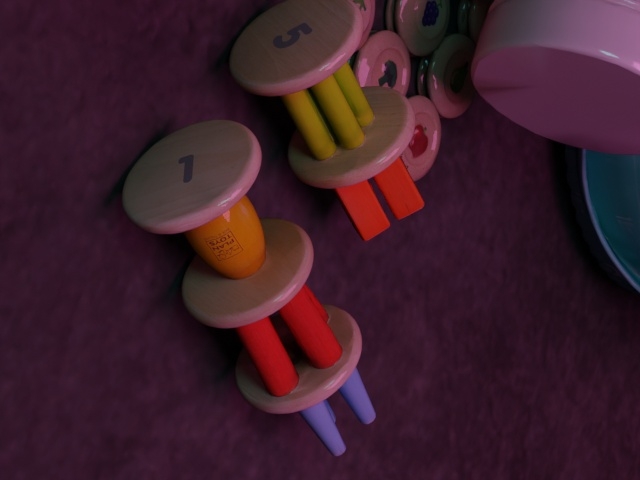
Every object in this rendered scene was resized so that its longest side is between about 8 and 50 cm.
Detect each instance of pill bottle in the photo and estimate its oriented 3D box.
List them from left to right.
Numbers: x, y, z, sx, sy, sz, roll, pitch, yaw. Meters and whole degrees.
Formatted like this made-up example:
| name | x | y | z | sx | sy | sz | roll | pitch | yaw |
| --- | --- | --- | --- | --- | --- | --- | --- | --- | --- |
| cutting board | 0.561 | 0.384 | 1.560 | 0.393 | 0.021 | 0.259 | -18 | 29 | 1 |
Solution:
| name | x | y | z | sx | sy | sz | roll | pitch | yaw |
| --- | --- | --- | --- | --- | --- | --- | --- | --- | --- |
| pill bottle | 0.135 | -0.151 | 0.741 | 0.121 | 0.121 | 0.216 | 40 | 63 | -48 |

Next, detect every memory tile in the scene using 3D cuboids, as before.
| name | x | y | z | sx | sy | sz | roll | pitch | yaw |
| --- | --- | --- | --- | --- | --- | --- | --- | --- | --- |
| memory tile | 0.035 | -0.106 | 0.732 | 0.113 | 0.012 | 0.148 | -56 | 136 | -26 |

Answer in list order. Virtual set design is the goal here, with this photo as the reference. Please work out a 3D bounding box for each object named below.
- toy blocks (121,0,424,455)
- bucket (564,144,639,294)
| name | x | y | z | sx | sy | sz | roll | pitch | yaw |
| --- | --- | --- | --- | --- | --- | --- | --- | --- | --- |
| toy blocks | 0.000 | 0.000 | 0.683 | 0.123 | 0.054 | 0.148 | -53 | 135 | -27 |
| bucket | 0.256 | -0.072 | 0.877 | 0.281 | 0.183 | 0.281 | -15 | 111 | -48 |
